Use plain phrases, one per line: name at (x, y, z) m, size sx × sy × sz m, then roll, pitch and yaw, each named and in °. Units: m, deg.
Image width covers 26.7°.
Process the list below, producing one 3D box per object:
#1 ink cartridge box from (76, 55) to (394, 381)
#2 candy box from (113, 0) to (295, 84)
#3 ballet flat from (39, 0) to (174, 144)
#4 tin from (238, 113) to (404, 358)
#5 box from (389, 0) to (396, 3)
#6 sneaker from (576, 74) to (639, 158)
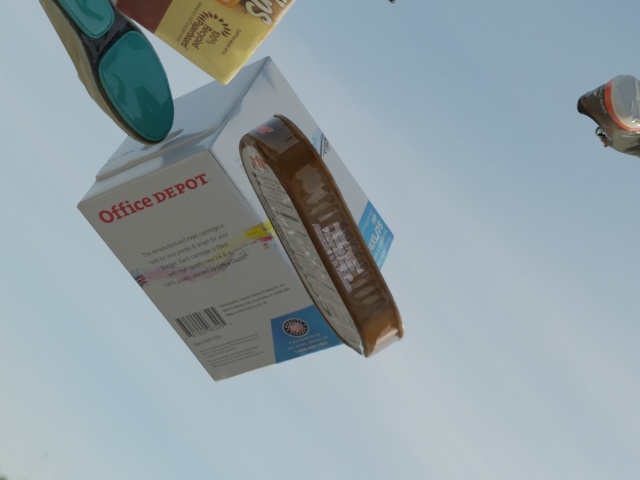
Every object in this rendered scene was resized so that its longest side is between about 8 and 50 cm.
ink cartridge box at (-0.088, -0.021, 1.504) m, size 0.198 × 0.197 × 0.270 m, roll -19°, pitch -62°, yaw 33°
candy box at (0.018, -0.254, 0.749) m, size 0.087 × 0.316 × 0.183 m, roll 35°, pitch -20°, yaw -10°
ballet flat at (-0.230, -0.207, 1.379) m, size 0.086 × 0.086 × 0.248 m, roll 30°, pitch -28°, yaw 54°
tin at (0.000, 0.000, 0.963) m, size 0.190 × 0.040 × 0.106 m, roll 63°, pitch -17°, yaw -17°
box at (0.024, -0.326, 1.332) m, size 0.147 × 0.077 × 0.180 m, roll 37°, pitch 11°, yaw -24°
sneaker at (0.301, -0.107, 1.287) m, size 0.064 × 0.061 × 0.158 m, roll -11°, pitch -36°, yaw 43°
